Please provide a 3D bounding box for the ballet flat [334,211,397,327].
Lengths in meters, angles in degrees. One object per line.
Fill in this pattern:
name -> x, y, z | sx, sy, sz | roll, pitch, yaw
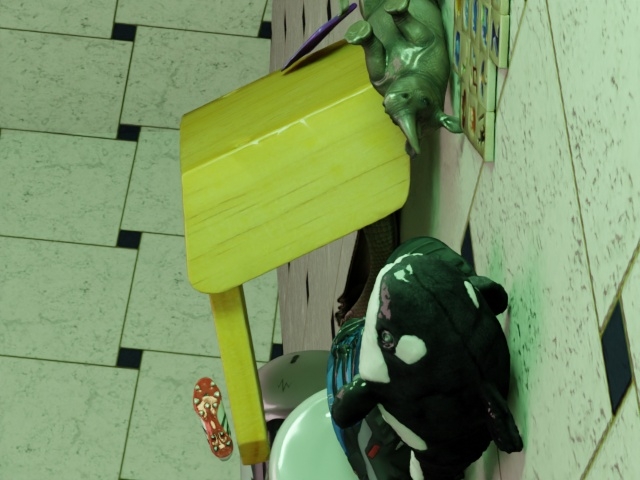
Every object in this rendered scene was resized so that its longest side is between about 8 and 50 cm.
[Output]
ballet flat -> 0.048, 0.023, 1.904 | 0.250, 0.058, 0.084 | 94, 172, -49

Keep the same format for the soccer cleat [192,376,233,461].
soccer cleat -> -0.101, 0.170, 1.645 | 0.035, 0.029, 0.083 | 89, 162, -65

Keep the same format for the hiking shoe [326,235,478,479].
hiking shoe -> 0.049, 0.098, 1.387 | 0.132, 0.113, 0.304 | 48, 149, 34

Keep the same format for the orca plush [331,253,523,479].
orca plush -> 0.091, 0.130, 1.228 | 0.102, 0.151, 0.287 | 46, 145, 33

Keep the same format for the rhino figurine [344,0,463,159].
rhino figurine -> 0.071, -0.155, 1.461 | 0.106, 0.073, 0.243 | 50, -158, -40

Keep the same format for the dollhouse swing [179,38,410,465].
dollhouse swing -> 0.000, 0.000, 1.730 | 0.347, 0.315, 0.305 | -112, -3, -77

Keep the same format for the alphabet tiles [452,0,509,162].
alphabet tiles -> 0.121, -0.187, 1.315 | 0.198, 0.009, 0.237 | -108, 17, -72

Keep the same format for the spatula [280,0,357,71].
spatula -> 0.031, -0.275, 1.727 | 0.084, 0.030, 0.296 | -42, -15, -46

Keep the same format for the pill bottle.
pill bottle -> 0.024, 0.246, 1.659 | 0.283, 0.160, 0.160 | 104, 164, -70

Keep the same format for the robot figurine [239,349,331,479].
robot figurine -> -0.007, 0.261, 1.924 | 0.209, 0.173, 0.278 | 160, 109, -68
